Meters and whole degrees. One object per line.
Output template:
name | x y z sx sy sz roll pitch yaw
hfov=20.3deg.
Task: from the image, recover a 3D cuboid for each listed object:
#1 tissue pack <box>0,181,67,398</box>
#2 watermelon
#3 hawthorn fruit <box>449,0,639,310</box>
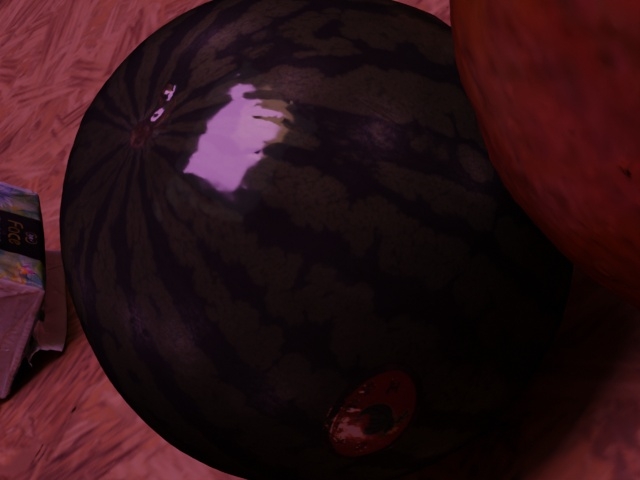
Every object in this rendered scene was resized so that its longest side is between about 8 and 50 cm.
tissue pack | -0.190 0.029 1.061 0.111 0.079 0.085 -109 37 -58
watermelon | 0.000 0.000 0.727 0.212 0.212 0.212 -31 32 22
hawthorn fruit | 0.158 -0.084 0.606 0.276 0.276 0.307 -55 17 -19
